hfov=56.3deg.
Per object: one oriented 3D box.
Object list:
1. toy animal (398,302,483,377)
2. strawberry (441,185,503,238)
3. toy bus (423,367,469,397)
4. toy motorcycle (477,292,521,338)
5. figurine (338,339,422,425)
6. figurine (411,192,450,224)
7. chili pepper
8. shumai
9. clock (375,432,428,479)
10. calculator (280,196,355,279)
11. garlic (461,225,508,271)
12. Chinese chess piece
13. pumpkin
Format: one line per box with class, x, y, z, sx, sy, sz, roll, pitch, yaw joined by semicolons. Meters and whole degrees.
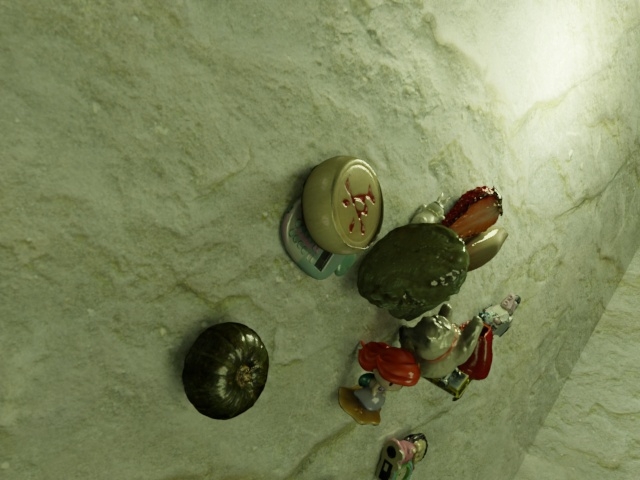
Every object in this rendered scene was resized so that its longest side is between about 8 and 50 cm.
toy animal;0.310;0.315;1.854;0.188;0.307;0.267;-6;112;-35
strawberry;0.495;-0.102;2.021;0.236;0.111;0.190;-27;139;-8
toy bus;0.393;0.449;2.046;0.081;0.226;0.074;-44;137;-26
toy motorcycle;0.702;0.307;2.397;0.204;0.108;0.239;27;86;-49
figurine;0.178;0.410;1.812;0.257;0.180;0.208;-54;-173;24
figurine;0.345;-0.081;1.898;0.146;0.081;0.098;-45;178;-30
chili pepper;0.608;0.482;2.358;0.131;0.134;0.339;-32;128;-50
shumai;0.301;0.127;1.737;0.289;0.329;0.292;60;38;-31
clock;0.307;0.807;2.209;0.195;0.100;0.194;4;108;-45
calculator;0.000;0.000;1.576;0.186;0.041;0.299;-57;136;-11
garlic;0.538;0.036;2.106;0.318;0.112;0.143;-28;147;-38
Chinese chess piece;0.060;-0.088;1.506;0.249;0.103;0.250;3;87;-51
pumpkin;-0.220;0.301;1.390;0.223;0.157;0.224;0;90;-50
